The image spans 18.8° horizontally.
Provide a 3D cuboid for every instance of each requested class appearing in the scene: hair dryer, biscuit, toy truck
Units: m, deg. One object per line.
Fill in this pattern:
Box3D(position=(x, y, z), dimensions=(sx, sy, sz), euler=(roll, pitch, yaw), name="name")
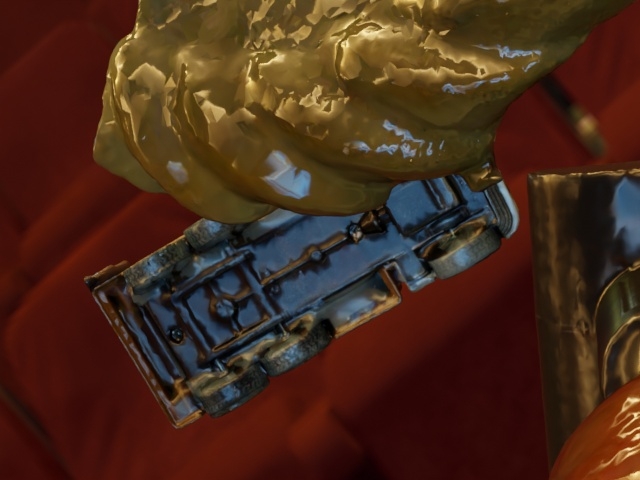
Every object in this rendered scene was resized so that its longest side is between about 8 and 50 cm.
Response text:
Box3D(position=(0.148, 0.090, 0.854), dimensions=(0.116, 0.244, 0.302), euler=(-5, 3, 12), name="hair dryer")
Box3D(position=(0.024, -0.136, 0.520), dimensions=(0.187, 0.273, 0.036), euler=(7, 0, 35), name="biscuit")
Box3D(position=(0.001, 0.001, 0.853), dimensions=(0.178, 0.080, 0.115), euler=(-29, 4, 13), name="toy truck")

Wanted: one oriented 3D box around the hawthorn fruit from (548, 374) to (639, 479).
Box3D(position=(0.173, 0.127, 0.574), dimensions=(0.251, 0.199, 0.199), euler=(-10, 23, 40), name="hawthorn fruit")
